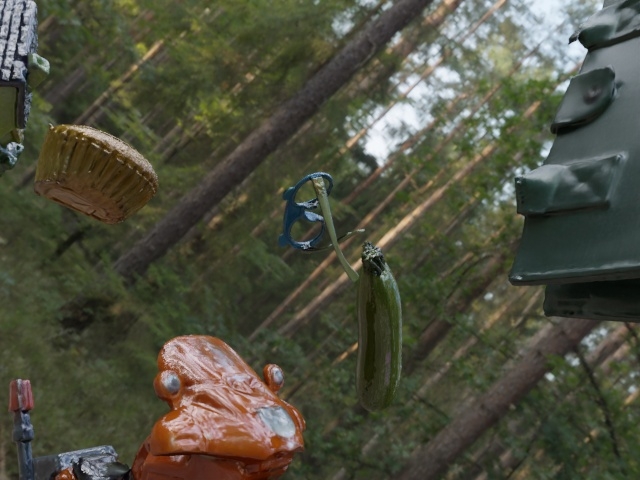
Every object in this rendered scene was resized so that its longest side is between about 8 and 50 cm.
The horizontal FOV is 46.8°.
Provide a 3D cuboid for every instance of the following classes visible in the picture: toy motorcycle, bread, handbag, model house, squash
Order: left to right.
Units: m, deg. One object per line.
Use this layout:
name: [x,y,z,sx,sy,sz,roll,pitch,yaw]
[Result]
model house: [-0.452,-0.228,1.048,0.170,0.211,0.194,38,33,-44]
bread: [-0.435,-0.125,1.439,0.239,0.139,0.240,13,-23,6]
toy motorcycle: [-0.127,0.193,0.570,0.147,0.325,0.221,10,67,-54]
squash: [0.058,0.090,0.757,0.052,0.052,0.184,-149,-126,-66]
handbag: [0.270,-0.101,0.513,0.089,0.327,0.238,34,-22,-27]

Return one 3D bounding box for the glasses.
glasses: [0.022,-0.022,1.553,0.206,0.102,0.239,33,-36,15]
